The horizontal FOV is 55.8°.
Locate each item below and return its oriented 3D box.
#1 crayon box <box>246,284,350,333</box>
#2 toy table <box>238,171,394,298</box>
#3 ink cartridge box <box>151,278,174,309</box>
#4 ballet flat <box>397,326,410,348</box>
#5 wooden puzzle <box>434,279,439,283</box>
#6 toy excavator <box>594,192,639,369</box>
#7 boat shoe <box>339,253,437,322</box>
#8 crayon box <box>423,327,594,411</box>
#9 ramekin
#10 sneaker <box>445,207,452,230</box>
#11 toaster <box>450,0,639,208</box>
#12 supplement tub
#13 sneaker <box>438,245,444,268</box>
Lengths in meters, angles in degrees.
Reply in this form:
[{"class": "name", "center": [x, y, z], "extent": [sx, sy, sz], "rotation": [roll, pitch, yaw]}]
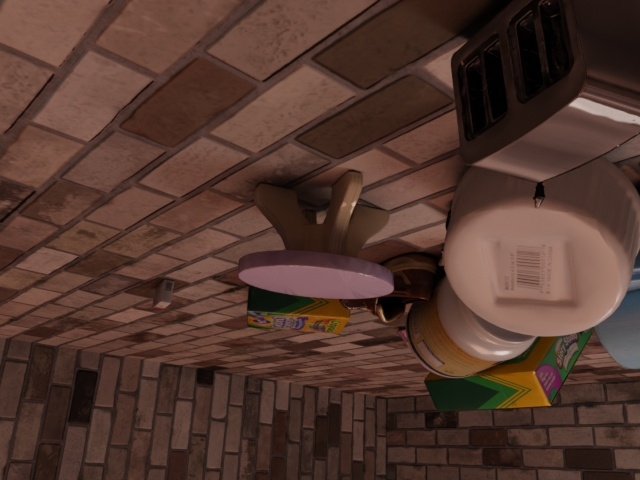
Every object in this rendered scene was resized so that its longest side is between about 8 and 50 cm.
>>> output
[{"class": "crayon box", "center": [-0.039, 0.193, 1.669], "extent": [0.323, 0.083, 0.203], "rotation": [4, 159, -5]}, {"class": "toy table", "center": [0.000, 0.000, 1.044], "extent": [0.274, 0.161, 0.252], "rotation": [16, 155, -32]}, {"class": "ink cartridge box", "center": [-0.424, 0.149, 1.625], "extent": [0.029, 0.063, 0.115], "rotation": [14, 157, -23]}, {"class": "ballet flat", "center": [0.343, 0.349, 2.038], "extent": [0.077, 0.079, 0.221], "rotation": [-16, 152, 42]}, {"class": "wooden puzzle", "center": [0.321, 0.107, 1.501], "extent": [0.083, 0.006, 0.049], "rotation": [17, 155, -33]}, {"class": "toy excavator", "center": [0.610, 0.175, 1.027], "extent": [0.433, 0.445, 0.222], "rotation": [17, 156, -32]}, {"class": "boat shoe", "center": [0.147, 0.134, 1.429], "extent": [0.123, 0.123, 0.342], "rotation": [15, 156, -30]}, {"class": "crayon box", "center": [0.493, 0.295, 1.565], "extent": [0.313, 0.106, 0.363], "rotation": [-18, -169, 44]}, {"class": "ramekin", "center": [0.313, 0.009, 0.874], "extent": [0.277, 0.135, 0.277], "rotation": [15, 132, 18]}, {"class": "sneaker", "center": [0.312, -0.036, 1.012], "extent": [0.227, 0.087, 0.130], "rotation": [-7, 164, 37]}, {"class": "toaster", "center": [0.221, -0.151, 0.584], "extent": [0.110, 0.185, 0.168], "rotation": [7, 160, -24]}, {"class": "supplement tub", "center": [0.342, 0.169, 1.343], "extent": [0.228, 0.228, 0.316], "rotation": [7, 157, -10]}, {"class": "sneaker", "center": [0.270, 0.027, 1.267], "extent": [0.044, 0.040, 0.109], "rotation": [22, 153, -5]}]
